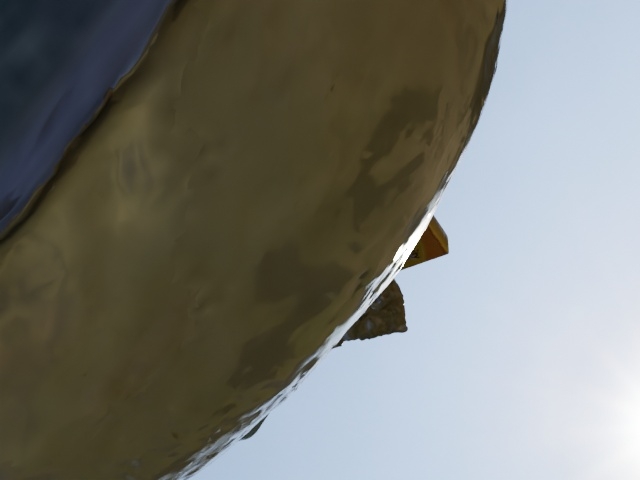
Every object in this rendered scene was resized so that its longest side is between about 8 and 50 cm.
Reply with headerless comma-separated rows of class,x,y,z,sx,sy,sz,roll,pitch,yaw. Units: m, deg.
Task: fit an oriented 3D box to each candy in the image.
candy,-0.126,-0.052,0.502,0.427,0.386,0.186,-47,-40,5

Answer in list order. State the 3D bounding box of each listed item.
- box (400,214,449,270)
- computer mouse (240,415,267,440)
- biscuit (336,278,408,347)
box,0.000,0.000,1.493,0.152,0.269,0.043,52,-152,-39
computer mouse,-0.080,0.127,1.372,0.079,0.128,0.231,18,-62,-25
biscuit,-0.067,0.023,0.922,0.032,0.250,0.133,-82,-16,-68
